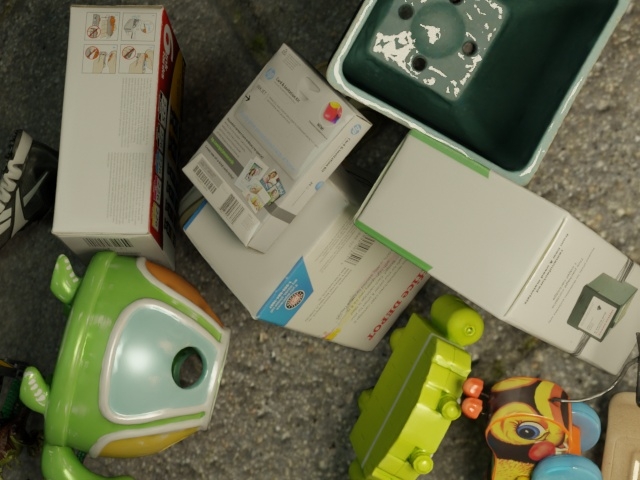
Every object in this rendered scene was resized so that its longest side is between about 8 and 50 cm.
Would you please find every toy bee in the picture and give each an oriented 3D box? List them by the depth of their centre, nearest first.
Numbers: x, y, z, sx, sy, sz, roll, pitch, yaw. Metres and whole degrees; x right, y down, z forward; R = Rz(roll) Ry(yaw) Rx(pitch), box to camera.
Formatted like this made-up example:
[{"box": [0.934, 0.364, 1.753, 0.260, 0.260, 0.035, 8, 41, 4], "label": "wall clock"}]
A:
[{"box": [0.210, 0.192, 1.375, 0.162, 0.195, 0.298, 15, 110, -3], "label": "toy bee"}]

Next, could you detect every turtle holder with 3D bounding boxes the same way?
[{"box": [-0.243, 0.178, 1.700, 0.227, 0.243, 0.320, 14, 57, -2], "label": "turtle holder"}]

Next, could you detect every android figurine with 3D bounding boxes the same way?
[{"box": [0.099, 0.176, 1.486, 0.248, 0.056, 0.273, -63, 10, 3], "label": "android figurine"}]

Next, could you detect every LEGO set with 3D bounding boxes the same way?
[{"box": [-0.460, 0.296, 1.850, 0.255, 0.192, 0.331, 33, 97, 36], "label": "LEGO set"}]

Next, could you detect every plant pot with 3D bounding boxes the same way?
[{"box": [0.153, -0.236, 1.527, 0.247, 0.248, 0.252, -61, 10, 6], "label": "plant pot"}]

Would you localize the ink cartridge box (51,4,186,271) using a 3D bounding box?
[{"box": [-0.259, -0.122, 1.838, 0.130, 0.272, 0.309, 1, 76, 3], "label": "ink cartridge box"}]

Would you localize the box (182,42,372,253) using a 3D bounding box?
[{"box": [-0.051, -0.101, 1.486, 0.186, 0.038, 0.145, -51, 54, 12], "label": "box"}]

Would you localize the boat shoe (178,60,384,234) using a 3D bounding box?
[{"box": [-0.062, -0.114, 1.749, 0.302, 0.113, 0.103, -33, 59, 11], "label": "boat shoe"}]

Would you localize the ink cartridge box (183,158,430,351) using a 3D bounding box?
[{"box": [0.000, 0.000, 1.591, 0.171, 0.232, 0.168, -51, 54, 12], "label": "ink cartridge box"}]

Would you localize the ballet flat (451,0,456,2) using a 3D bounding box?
[{"box": [0.177, -0.374, 1.680, 0.049, 0.057, 0.173, 16, 94, 50], "label": "ballet flat"}]

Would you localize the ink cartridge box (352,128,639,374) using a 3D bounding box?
[{"box": [0.204, 0.017, 1.414, 0.211, 0.289, 0.121, 33, 94, 36], "label": "ink cartridge box"}]

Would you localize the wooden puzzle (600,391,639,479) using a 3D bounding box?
[{"box": [0.417, 0.337, 1.316, 0.322, 0.080, 0.348, 4, 84, 35], "label": "wooden puzzle"}]

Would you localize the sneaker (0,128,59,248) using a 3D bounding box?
[{"box": [-0.433, -0.052, 1.998, 0.078, 0.106, 0.234, -94, 28, -52], "label": "sneaker"}]
